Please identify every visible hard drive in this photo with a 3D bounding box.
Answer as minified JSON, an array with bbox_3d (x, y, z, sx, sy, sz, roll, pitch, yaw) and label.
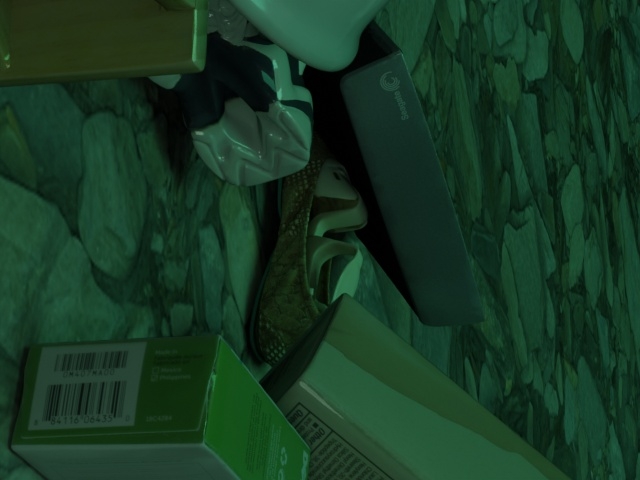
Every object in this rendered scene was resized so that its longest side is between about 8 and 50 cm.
[{"bbox_3d":[0.042,-0.063,1.420,0.172,0.054,0.254,54,-12,50],"label":"hard drive"}]

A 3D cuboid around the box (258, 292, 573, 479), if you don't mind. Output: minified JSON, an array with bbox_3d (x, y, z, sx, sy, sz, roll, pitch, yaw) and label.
[{"bbox_3d":[0.078,0.196,1.187,0.311,0.148,0.121,41,27,-6],"label":"box"}]

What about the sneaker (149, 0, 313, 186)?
[{"bbox_3d":[-0.066,-0.163,1.186,0.235,0.094,0.153,55,24,-40],"label":"sneaker"}]

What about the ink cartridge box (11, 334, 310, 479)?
[{"bbox_3d":[-0.072,0.124,1.064,0.209,0.109,0.062,57,35,-56],"label":"ink cartridge box"}]

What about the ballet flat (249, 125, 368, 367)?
[{"bbox_3d":[0.000,0.000,1.374,0.073,0.067,0.206,59,32,-52],"label":"ballet flat"}]

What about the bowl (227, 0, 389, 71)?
[{"bbox_3d":[-0.021,-0.250,1.069,0.298,0.134,0.298,50,18,-23],"label":"bowl"}]

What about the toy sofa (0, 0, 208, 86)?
[{"bbox_3d":[-0.172,-0.187,0.768,0.362,0.150,0.177,30,60,-68],"label":"toy sofa"}]
